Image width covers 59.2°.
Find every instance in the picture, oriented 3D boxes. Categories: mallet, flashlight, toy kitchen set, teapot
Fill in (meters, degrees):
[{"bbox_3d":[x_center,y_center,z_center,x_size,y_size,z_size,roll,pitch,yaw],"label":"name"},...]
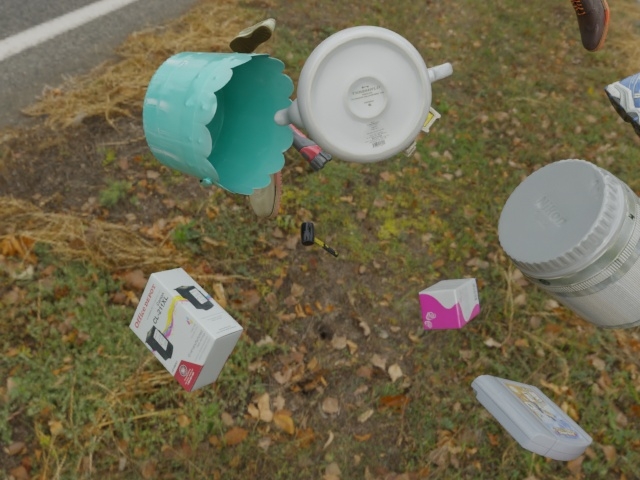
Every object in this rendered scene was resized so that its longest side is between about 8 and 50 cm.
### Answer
[{"bbox_3d":[0.000,0.000,1.595,0.039,0.190,0.062,-15,69,25],"label":"mallet"},{"bbox_3d":[-0.081,-0.394,2.090,0.304,0.103,0.103,47,11,-1],"label":"flashlight"},{"bbox_3d":[0.257,-0.361,1.642,0.122,0.207,0.166,39,90,15],"label":"toy kitchen set"},{"bbox_3d":[0.079,-0.268,1.038,0.256,0.252,0.187,27,13,-9],"label":"teapot"}]

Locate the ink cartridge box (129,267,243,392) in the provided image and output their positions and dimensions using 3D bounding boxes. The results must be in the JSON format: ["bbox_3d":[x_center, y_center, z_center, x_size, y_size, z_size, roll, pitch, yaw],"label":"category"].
[{"bbox_3d":[-0.235,0.151,0.972,0.175,0.127,0.072,39,25,23],"label":"ink cartridge box"}]

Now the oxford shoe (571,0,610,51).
[{"bbox_3d":[0.731,-0.661,1.571,0.098,0.271,0.097,-15,12,-18],"label":"oxford shoe"}]

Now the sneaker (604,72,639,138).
[{"bbox_3d":[0.564,-0.219,0.954,0.080,0.081,0.211,36,32,-40],"label":"sneaker"}]

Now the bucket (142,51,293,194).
[{"bbox_3d":[-0.193,-0.235,1.104,0.183,0.281,0.281,17,37,27],"label":"bucket"}]

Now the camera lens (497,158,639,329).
[{"bbox_3d":[0.474,0.013,0.981,0.274,0.219,0.219,31,28,-28],"label":"camera lens"}]

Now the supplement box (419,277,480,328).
[{"bbox_3d":[0.382,0.183,1.653,0.114,0.111,0.220,-7,1,29],"label":"supplement box"}]

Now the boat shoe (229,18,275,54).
[{"bbox_3d":[-0.181,-0.546,1.509,0.153,0.056,0.048,-15,41,42],"label":"boat shoe"}]

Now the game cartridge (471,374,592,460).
[{"bbox_3d":[0.477,0.393,1.244,0.297,0.062,0.198,22,13,-42],"label":"game cartridge"}]

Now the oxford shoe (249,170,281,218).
[{"bbox_3d":[-0.207,-0.233,1.460,0.146,0.397,0.140,-25,21,-32],"label":"oxford shoe"}]
